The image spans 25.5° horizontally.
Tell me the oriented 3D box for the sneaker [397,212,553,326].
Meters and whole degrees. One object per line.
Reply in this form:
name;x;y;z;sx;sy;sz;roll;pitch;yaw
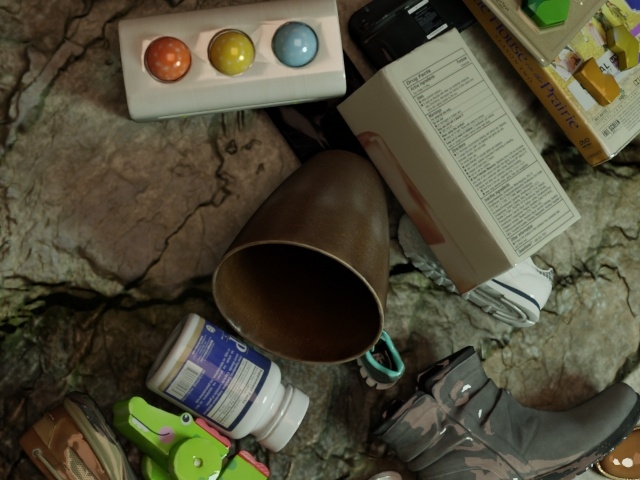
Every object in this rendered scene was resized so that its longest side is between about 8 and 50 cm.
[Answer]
sneaker;0.208;0.021;1.906;0.235;0.090;0.095;35;64;-13

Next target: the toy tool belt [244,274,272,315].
toy tool belt;-0.082;0.086;1.825;0.051;0.052;0.083;-28;92;-8

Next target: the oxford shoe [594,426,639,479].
oxford shoe;0.480;0.294;1.946;0.212;0.076;0.076;-1;85;-14

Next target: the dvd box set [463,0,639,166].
dvd box set;0.355;-0.354;1.970;0.307;0.062;0.420;-42;96;-26

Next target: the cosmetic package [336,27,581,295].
cosmetic package;0.175;-0.100;1.807;0.153;0.129;0.296;-31;88;-35

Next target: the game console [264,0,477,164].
game console;0.082;-0.253;1.916;0.361;0.044;0.213;-36;95;-16

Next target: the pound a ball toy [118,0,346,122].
pound a ball toy;-0.138;-0.266;1.777;0.319;0.136;0.208;-6;89;-2

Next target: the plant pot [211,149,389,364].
plant pot;0.000;0.000;1.778;0.215;0.215;0.230;30;46;-10

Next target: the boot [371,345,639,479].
boot;0.252;0.226;1.860;0.338;0.118;0.222;-32;87;-21

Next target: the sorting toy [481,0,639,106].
sorting toy;0.328;-0.342;1.897;0.307;0.041;0.229;45;66;-7

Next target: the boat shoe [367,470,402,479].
boat shoe;0.064;0.329;1.845;0.100;0.035;0.035;-18;89;-16

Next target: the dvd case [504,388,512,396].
dvd case;0.245;0.273;1.914;0.087;0.013;0.119;-27;90;-17

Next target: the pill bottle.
pill bottle;-0.114;0.183;1.773;0.187;0.112;0.112;33;76;-10

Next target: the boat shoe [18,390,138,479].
boat shoe;-0.255;0.344;1.721;0.120;0.122;0.324;-31;84;-11

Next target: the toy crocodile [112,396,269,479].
toy crocodile;-0.115;0.300;1.760;0.340;0.115;0.105;40;64;-10

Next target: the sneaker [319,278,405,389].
sneaker;0.059;0.118;1.847;0.065;0.076;0.166;-38;94;-17
